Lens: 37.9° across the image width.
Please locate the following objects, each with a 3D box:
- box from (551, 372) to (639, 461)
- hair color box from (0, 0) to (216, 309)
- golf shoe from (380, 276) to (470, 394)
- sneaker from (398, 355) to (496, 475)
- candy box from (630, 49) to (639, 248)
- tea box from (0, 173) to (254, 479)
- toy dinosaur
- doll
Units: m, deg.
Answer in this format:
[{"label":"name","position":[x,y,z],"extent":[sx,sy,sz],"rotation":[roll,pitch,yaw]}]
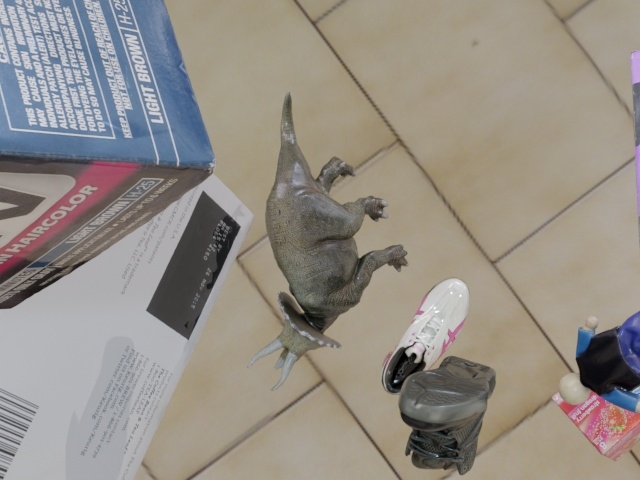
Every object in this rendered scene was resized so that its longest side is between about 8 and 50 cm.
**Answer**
[{"label":"box","position":[0.525,0.228,1.530],"extent":[0.257,0.122,0.128],"rotation":[-44,59,8]},{"label":"hair color box","position":[-0.223,-0.038,0.315],"extent":[0.174,0.347,0.105],"rotation":[-29,73,35]},{"label":"golf shoe","position":[0.149,0.137,1.285],"extent":[0.067,0.086,0.186],"rotation":[31,101,2]},{"label":"sneaker","position":[0.133,0.204,1.014],"extent":[0.087,0.227,0.130],"rotation":[14,94,17]},{"label":"candy box","position":[0.247,-0.023,0.416],"extent":[0.196,0.070,0.165],"rotation":[-7,55,25]},{"label":"tea box","position":[-0.290,0.042,0.803],"extent":[0.323,0.220,0.329],"rotation":[11,68,33]},{"label":"toy dinosaur","position":[0.000,0.000,1.009],"extent":[0.121,0.160,0.314],"rotation":[11,118,37]},{"label":"doll","position":[0.348,0.137,1.055],"extent":[0.189,0.046,0.129],"rotation":[-38,69,33]}]
